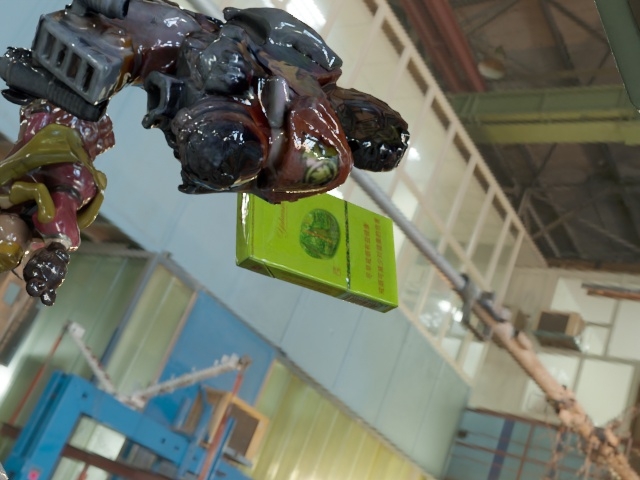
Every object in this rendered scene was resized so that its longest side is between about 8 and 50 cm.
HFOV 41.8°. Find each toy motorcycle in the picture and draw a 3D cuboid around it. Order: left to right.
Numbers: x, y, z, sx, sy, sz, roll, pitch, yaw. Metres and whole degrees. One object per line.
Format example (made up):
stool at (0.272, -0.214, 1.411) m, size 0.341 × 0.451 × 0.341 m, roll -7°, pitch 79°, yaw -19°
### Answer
toy motorcycle at (-0.129, -0.132, 0.644) m, size 0.401 × 0.207 × 0.134 m, roll 28°, pitch -57°, yaw 4°

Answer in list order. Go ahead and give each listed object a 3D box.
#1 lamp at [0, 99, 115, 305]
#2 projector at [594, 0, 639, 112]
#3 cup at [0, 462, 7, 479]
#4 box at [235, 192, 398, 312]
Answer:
lamp at (-0.280, -0.038, 0.840) m, size 0.118 × 0.253 × 0.118 m, roll 3°, pitch -35°, yaw 2°
projector at (0.337, -0.178, 0.660) m, size 0.177 × 0.163 × 0.242 m, roll -25°, pitch -18°, yaw 36°
cup at (-0.451, 0.171, 0.841) m, size 0.273 × 0.288 × 0.208 m, roll 49°, pitch 12°, yaw 19°
box at (0.000, 0.000, 1.473) m, size 0.335 × 0.187 × 0.047 m, roll 21°, pitch -34°, yaw -35°
